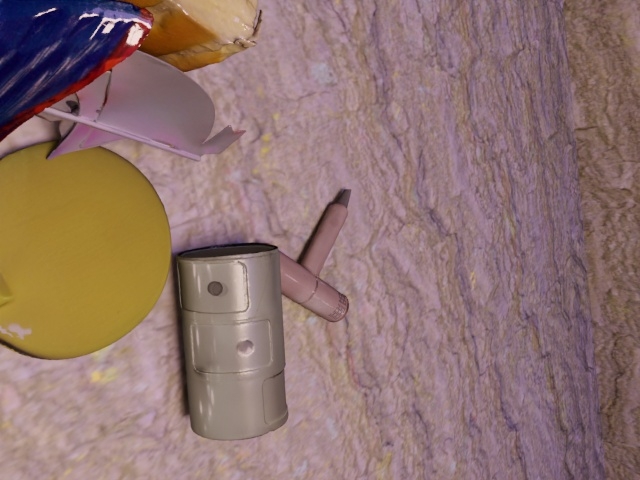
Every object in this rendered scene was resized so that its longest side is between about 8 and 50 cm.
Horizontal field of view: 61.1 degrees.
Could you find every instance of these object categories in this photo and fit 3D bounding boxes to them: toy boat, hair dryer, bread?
[{"bbox_3d":[-0.177,-0.127,0.491,0.319,0.219,0.071,-1,69,-40],"label":"toy boat"},{"bbox_3d":[-0.006,-0.008,0.844,0.195,0.054,0.220,36,64,-42],"label":"hair dryer"},{"bbox_3d":[-0.205,-0.237,0.472,0.239,0.246,0.110,16,84,-47],"label":"bread"}]

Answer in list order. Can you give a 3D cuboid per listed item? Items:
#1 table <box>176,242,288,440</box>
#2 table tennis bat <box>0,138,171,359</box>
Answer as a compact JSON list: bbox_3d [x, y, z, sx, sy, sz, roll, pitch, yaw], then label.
[{"bbox_3d":[-0.109,0.119,0.680,0.126,0.127,0.219,-10,100,-48],"label":"table"},{"bbox_3d":[-0.297,0.037,0.527,0.369,0.054,0.224,-38,115,-45],"label":"table tennis bat"}]
